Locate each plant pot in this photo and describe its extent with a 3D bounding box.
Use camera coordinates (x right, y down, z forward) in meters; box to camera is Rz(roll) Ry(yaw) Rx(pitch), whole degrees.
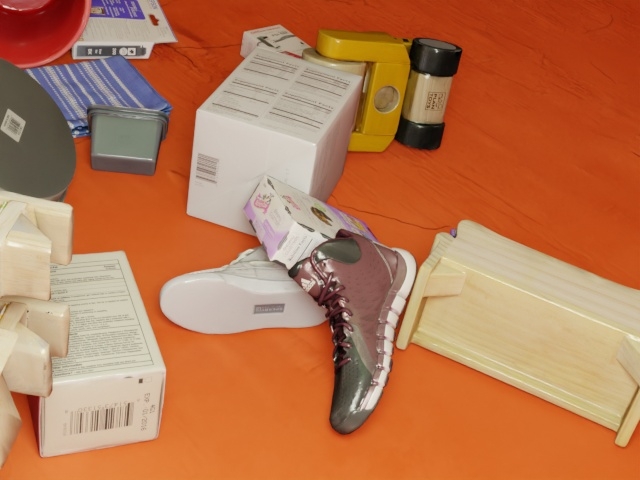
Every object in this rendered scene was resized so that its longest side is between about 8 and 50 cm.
[{"bbox_3d":[-0.580,-0.495,1.972,0.275,0.275,0.243,1,29,-15],"label":"plant pot"}]

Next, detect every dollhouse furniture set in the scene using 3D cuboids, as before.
[{"bbox_3d":[-0.411,0.188,0.961,0.257,0.394,0.362,11,36,-1],"label":"dollhouse furniture set"}]

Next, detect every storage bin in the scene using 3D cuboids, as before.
[{"bbox_3d":[-0.327,-0.160,1.726,0.135,0.098,0.091,6,64,-9],"label":"storage bin"}]

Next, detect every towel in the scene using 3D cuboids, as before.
[{"bbox_3d":[-0.462,-0.259,1.854,0.336,0.040,0.243,-13,42,-30],"label":"towel"}]

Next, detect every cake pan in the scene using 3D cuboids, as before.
[{"bbox_3d":[-0.483,-0.162,1.556,0.293,0.054,0.293,38,35,-34],"label":"cake pan"}]

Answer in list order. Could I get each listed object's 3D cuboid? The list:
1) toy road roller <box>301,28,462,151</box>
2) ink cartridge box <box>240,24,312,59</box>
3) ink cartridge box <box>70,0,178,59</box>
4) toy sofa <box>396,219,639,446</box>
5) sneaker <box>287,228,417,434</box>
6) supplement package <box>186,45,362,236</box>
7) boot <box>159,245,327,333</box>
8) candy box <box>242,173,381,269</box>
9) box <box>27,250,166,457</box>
[{"bbox_3d":[0.085,-0.298,1.939,0.330,0.202,0.240,-2,26,-26],"label":"toy road roller"},{"bbox_3d":[-0.085,-0.383,2.114,0.099,0.056,0.135,-21,48,-36],"label":"ink cartridge box"},{"bbox_3d":[-0.414,-0.433,2.096,0.208,0.045,0.206,-5,39,-20],"label":"ink cartridge box"},{"bbox_3d":[0.307,0.123,1.465,0.363,0.150,0.177,23,32,14],"label":"toy sofa"},{"bbox_3d":[0.017,0.106,1.364,0.163,0.106,0.281,29,55,-15],"label":"sneaker"},{"bbox_3d":[-0.073,-0.158,1.691,0.198,0.199,0.262,18,36,9],"label":"supplement package"},{"bbox_3d":[-0.113,0.064,1.488,0.258,0.095,0.123,5,30,-23],"label":"boot"},{"bbox_3d":[0.000,0.000,1.514,0.196,0.070,0.165,25,17,-29],"label":"candy box"},{"bbox_3d":[-0.296,0.136,1.293,0.149,0.126,0.232,-5,39,-22],"label":"box"}]
